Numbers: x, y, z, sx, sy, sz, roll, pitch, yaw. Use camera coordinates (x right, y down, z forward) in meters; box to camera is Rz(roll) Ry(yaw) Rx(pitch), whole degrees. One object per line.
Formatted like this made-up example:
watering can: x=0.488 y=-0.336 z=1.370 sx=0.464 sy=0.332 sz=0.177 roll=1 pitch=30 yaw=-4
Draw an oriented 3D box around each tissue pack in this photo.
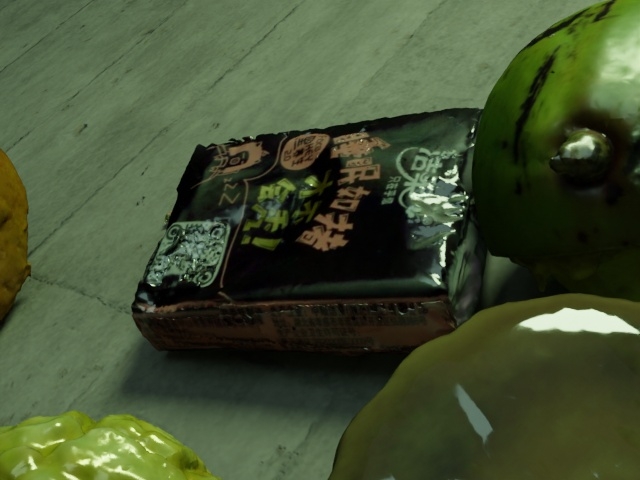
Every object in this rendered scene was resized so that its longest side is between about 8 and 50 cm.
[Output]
tissue pack: x=0.000 y=0.000 z=0.818 sx=0.332 sy=0.123 sz=0.245 roll=-4 pitch=48 yaw=26

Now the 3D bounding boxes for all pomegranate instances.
pomegranate: x=0.261 y=-0.070 z=0.693 sx=0.260 sy=0.261 sz=0.340 roll=0 pitch=15 yaw=26

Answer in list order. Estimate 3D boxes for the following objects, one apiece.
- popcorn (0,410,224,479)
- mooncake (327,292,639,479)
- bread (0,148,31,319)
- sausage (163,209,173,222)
popcorn: x=-0.152 y=0.237 z=0.510 sx=0.270 sy=0.224 sz=0.258 roll=-23 pitch=72 yaw=28
mooncake: x=0.143 y=0.184 z=0.481 sx=0.290 sy=0.161 sz=0.291 roll=-6 pitch=48 yaw=7
bread: x=-0.465 y=-0.003 z=0.895 sx=0.172 sy=0.312 sz=0.312 roll=9 pitch=48 yaw=45
sausage: x=-0.143 y=-0.048 z=1.019 sx=0.100 sy=0.015 sz=0.015 roll=-33 pitch=40 yaw=-13
